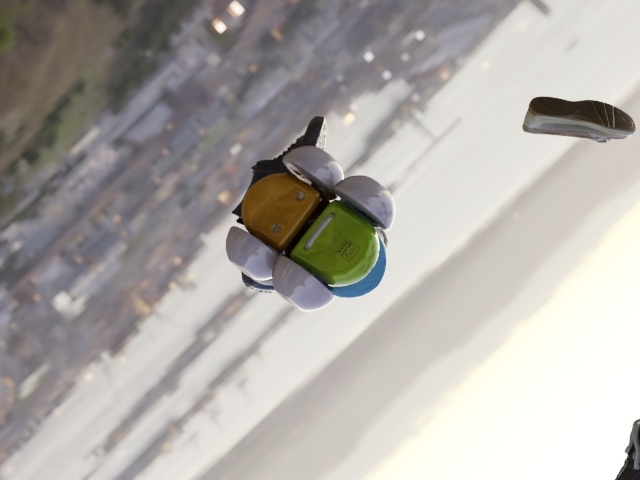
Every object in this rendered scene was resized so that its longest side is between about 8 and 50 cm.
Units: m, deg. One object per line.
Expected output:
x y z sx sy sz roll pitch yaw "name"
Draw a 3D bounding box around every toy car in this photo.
0.000 0.000 1.829 0.159 0.182 0.136 -52 143 -8 "toy car"

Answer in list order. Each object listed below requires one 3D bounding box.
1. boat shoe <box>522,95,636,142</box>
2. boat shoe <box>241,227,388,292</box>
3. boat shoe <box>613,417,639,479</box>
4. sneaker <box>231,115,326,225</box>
0.352 -0.158 2.270 0.056 0.153 0.048 -96 -164 -45 "boat shoe"
-0.016 0.030 2.193 0.254 0.095 0.079 -23 154 -49 "boat shoe"
0.398 0.238 1.878 0.113 0.105 0.306 -5 152 -28 "boat shoe"
-0.052 -0.095 2.210 0.051 0.089 0.170 73 29 -65 "sneaker"
